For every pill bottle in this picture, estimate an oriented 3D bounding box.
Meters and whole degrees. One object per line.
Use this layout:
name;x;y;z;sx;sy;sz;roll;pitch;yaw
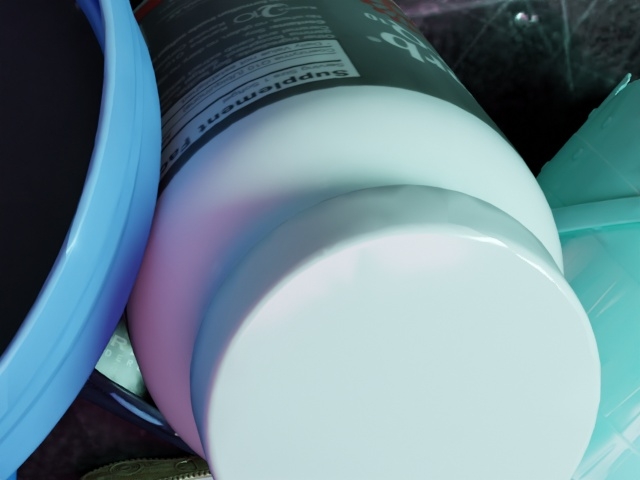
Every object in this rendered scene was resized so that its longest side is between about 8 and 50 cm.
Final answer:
pill bottle;0.000;0.000;0.927;0.210;0.363;0.210;-5;115;-11

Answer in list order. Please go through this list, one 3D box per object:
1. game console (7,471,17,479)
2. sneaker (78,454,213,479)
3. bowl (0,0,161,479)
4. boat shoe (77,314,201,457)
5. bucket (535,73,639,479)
game console;-0.341;0.207;1.133;0.293;0.173;0.250;3;82;-14
sneaker;-0.093;0.171;1.162;0.118;0.042;0.067;-5;111;-13
bowl;-0.250;-0.017;0.871;0.391;0.391;0.077;-37;145;5
boat shoe;-0.071;0.090;1.092;0.258;0.089;0.109;15;89;-20
bucket;0.201;0.061;1.056;0.183;0.281;0.281;-43;115;5
